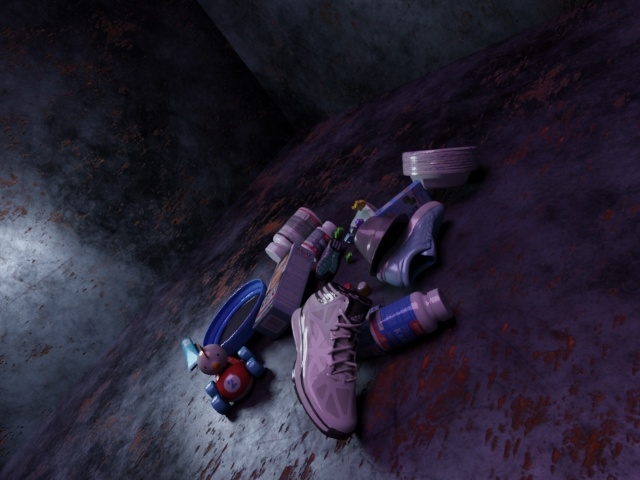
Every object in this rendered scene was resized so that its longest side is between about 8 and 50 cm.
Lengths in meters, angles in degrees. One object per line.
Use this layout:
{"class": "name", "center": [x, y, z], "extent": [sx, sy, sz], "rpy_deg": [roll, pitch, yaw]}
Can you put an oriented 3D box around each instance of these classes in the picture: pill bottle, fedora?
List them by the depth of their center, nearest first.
{"class": "pill bottle", "center": [0.260, 0.223, 1.227], "extent": [0.221, 0.124, 0.124], "rpy_deg": [-31, 27, 22]}
{"class": "fedora", "center": [0.206, -0.004, 1.503], "extent": [0.124, 0.244, 0.275], "rpy_deg": [29, 24, 28]}
{"class": "pill bottle", "center": [0.000, 0.000, 1.968], "extent": [0.180, 0.108, 0.108], "rpy_deg": [-49, 26, -16]}
{"class": "pill bottle", "center": [-0.130, -0.013, 2.108], "extent": [0.283, 0.161, 0.161], "rpy_deg": [-49, 27, -18]}

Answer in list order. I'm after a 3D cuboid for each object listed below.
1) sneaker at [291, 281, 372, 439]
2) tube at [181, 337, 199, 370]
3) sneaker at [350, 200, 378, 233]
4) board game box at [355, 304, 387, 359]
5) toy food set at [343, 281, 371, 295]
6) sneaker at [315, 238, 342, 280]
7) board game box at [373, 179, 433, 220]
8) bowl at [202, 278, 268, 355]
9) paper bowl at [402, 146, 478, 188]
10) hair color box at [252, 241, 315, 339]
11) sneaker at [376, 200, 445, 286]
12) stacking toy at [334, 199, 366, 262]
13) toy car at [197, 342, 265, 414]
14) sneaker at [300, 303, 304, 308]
{"class": "sneaker", "center": [0.046, 0.295, 1.195], "extent": [0.258, 0.169, 0.448], "rpy_deg": [-53, 35, 29]}
{"class": "tube", "center": [-0.620, 0.539, 2.031], "extent": [0.080, 0.052, 0.207], "rpy_deg": [-49, 31, -6]}
{"class": "sneaker", "center": [0.216, -0.040, 1.784], "extent": [0.151, 0.094, 0.256], "rpy_deg": [-59, 35, 21]}
{"class": "board game box", "center": [0.115, 0.307, 1.369], "extent": [0.194, 0.060, 0.194], "rpy_deg": [-28, 28, 23]}
{"class": "toy food set", "center": [0.071, 0.220, 1.516], "extent": [0.232, 0.105, 0.111], "rpy_deg": [-49, 26, -17]}
{"class": "sneaker", "center": [0.028, 0.101, 1.835], "extent": [0.098, 0.083, 0.224], "rpy_deg": [-49, 9, 50]}
{"class": "board game box", "center": [0.329, -0.103, 1.618], "extent": [0.211, 0.160, 0.039], "rpy_deg": [-39, 24, 3]}
{"class": "bowl", "center": [-0.368, 0.349, 1.903], "extent": [0.391, 0.077, 0.391], "rpy_deg": [-39, 22, 19]}
{"class": "paper bowl", "center": [0.465, -0.282, 1.653], "extent": [0.283, 0.148, 0.284], "rpy_deg": [-6, 10, 1]}
{"class": "hair color box", "center": [-0.146, 0.203, 1.770], "extent": [0.185, 0.113, 0.375], "rpy_deg": [-50, 15, 38]}
{"class": "sneaker", "center": [0.354, 0.021, 1.454], "extent": [0.150, 0.135, 0.366], "rpy_deg": [23, 67, 43]}
{"class": "stacking toy", "center": [0.145, -0.036, 1.766], "extent": [0.221, 0.052, 0.167], "rpy_deg": [-57, 37, 33]}
{"class": "toy car", "center": [-0.376, 0.469, 1.576], "extent": [0.219, 0.238, 0.210], "rpy_deg": [-46, 26, -11]}
{"class": "sneaker", "center": [-0.095, 0.271, 1.745], "extent": [0.083, 0.035, 0.031], "rpy_deg": [-18, 33, 40]}
